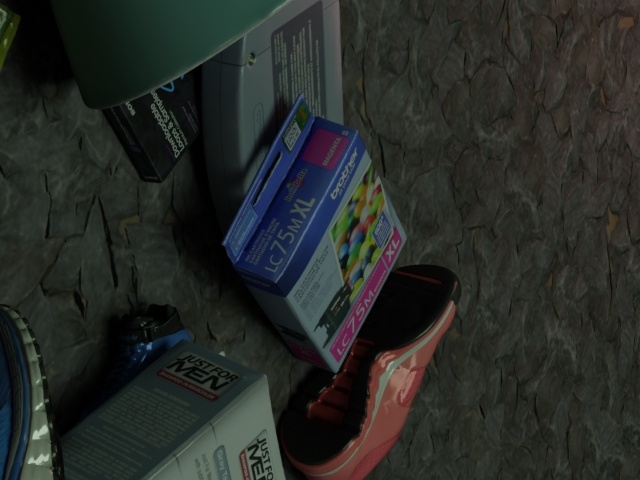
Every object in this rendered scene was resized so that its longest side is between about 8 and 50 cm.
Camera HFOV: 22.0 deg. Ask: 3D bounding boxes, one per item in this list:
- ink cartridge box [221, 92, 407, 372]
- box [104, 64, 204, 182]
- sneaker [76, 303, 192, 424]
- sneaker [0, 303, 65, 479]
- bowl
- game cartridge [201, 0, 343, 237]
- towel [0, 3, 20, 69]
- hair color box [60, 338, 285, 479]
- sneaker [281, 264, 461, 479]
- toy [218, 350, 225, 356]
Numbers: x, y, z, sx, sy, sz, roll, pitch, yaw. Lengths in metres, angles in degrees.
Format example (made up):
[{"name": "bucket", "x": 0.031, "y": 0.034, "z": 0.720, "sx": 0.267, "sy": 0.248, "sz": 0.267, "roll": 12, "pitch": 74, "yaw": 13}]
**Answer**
[{"name": "ink cartridge box", "x": 0.000, "y": 0.000, "z": 1.731, "sx": 0.186, "sy": 0.065, "sz": 0.311, "roll": -62, "pitch": 153, "yaw": -16}, {"name": "box", "x": -0.145, "y": -0.152, "z": 1.602, "sx": 0.162, "sy": 0.029, "sz": 0.116, "roll": -57, "pitch": 138, "yaw": -31}, {"name": "sneaker", "x": -0.184, "y": 0.116, "z": 1.569, "sx": 0.152, "sy": 0.058, "sz": 0.084, "roll": -35, "pitch": 116, "yaw": -37}, {"name": "sneaker", "x": -0.280, "y": 0.189, "z": 1.314, "sx": 0.129, "sy": 0.147, "sz": 0.330, "roll": 90, "pitch": -9, "yaw": -49}, {"name": "bowl", "x": -0.123, "y": -0.268, "z": 1.420, "sx": 0.163, "sy": 0.311, "sz": 0.311, "roll": 54, "pitch": 50, "yaw": -18}, {"name": "game cartridge", "x": -0.046, "y": -0.139, "z": 1.687, "sx": 0.198, "sy": 0.062, "sz": 0.297, "roll": -37, "pitch": 135, "yaw": -44}, {"name": "towel", "x": -0.337, "y": -0.188, "z": 1.323, "sx": 0.237, "sy": 0.021, "sz": 0.102, "roll": 32, "pitch": 68, "yaw": -53}, {"name": "hair color box", "x": -0.193, "y": 0.275, "z": 1.474, "sx": 0.374, "sy": 0.114, "sz": 0.185, "roll": -39, "pitch": 135, "yaw": -35}, {"name": "sneaker", "x": 0.063, "y": 0.162, "z": 1.913, "sx": 0.314, "sy": 0.116, "sz": 0.136, "roll": -54, "pitch": 147, "yaw": -26}, {"name": "toy", "x": -0.105, "y": 0.250, "z": 1.707, "sx": 0.137, "sy": 0.056, "sz": 0.237, "roll": -40, "pitch": 127, "yaw": -43}]
